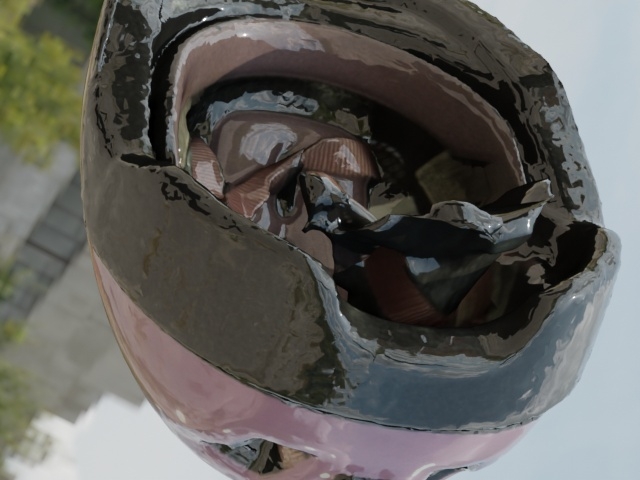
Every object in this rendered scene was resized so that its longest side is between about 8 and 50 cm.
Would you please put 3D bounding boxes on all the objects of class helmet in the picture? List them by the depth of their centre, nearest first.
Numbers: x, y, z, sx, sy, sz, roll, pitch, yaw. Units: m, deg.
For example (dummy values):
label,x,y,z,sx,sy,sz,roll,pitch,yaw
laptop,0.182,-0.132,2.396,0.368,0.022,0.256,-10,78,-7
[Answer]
label,x,y,z,sx,sy,sz,roll,pitch,yaw
helmet,0.000,0.000,0.681,0.253,0.198,0.154,-121,-138,-59
